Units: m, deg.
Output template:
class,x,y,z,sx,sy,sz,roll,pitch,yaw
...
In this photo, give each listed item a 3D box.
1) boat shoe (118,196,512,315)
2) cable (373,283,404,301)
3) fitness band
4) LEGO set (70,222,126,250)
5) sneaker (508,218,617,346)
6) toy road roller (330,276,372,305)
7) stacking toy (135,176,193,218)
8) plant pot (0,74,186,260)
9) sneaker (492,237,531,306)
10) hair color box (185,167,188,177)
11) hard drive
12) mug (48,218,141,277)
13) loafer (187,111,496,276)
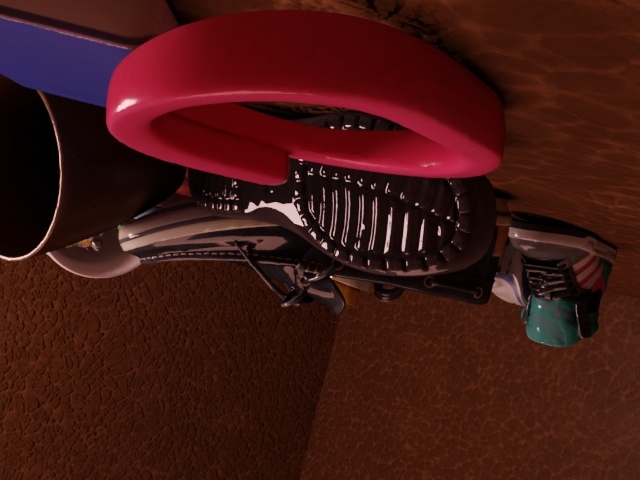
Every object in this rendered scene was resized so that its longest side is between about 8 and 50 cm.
class,x,y,z,sx,sy,sz,roll,pitch,yaw
boat shoe,-0.006,0.017,0.985,0.499,0.156,0.187,0,-174,-3
cable,0.183,0.047,1.744,0.139,0.072,0.287,5,-138,1
fitness band,-0.001,-0.076,0.501,0.208,0.054,0.290,0,175,33
LEGO set,-0.424,-0.054,1.084,0.331,0.192,0.255,16,148,-25
sneaker,0.359,0.072,1.199,0.123,0.179,0.295,13,178,43
toy road roller,0.000,0.000,1.673,0.240,0.203,0.329,20,180,-5
stacking toy,-0.189,-0.027,1.367,0.279,0.131,0.309,18,-179,28
plant pot,-0.279,-0.096,0.933,0.215,0.216,0.230,13,-167,35
sneaker,0.248,0.007,1.281,0.182,0.128,0.315,19,177,40
hair color box,-0.264,-0.143,1.554,0.167,0.054,0.093,16,177,-27
hard drive,-0.198,-0.150,0.607,0.210,0.040,0.319,14,179,-1
mug,-0.476,-0.105,1.709,0.374,0.276,0.328,-20,-158,-27
loafer,0.025,-0.060,0.754,0.365,0.134,0.130,20,-167,41
